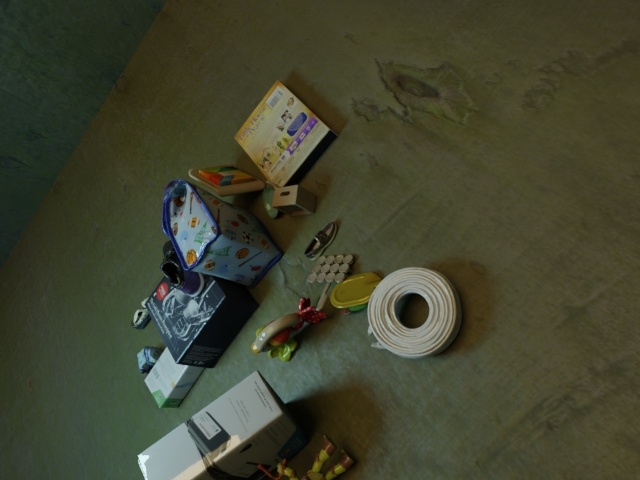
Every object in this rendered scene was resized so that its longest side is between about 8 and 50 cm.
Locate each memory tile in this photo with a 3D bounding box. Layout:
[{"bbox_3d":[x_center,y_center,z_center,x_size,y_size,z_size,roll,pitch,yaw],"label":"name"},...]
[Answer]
[{"bbox_3d":[0.034,0.093,1.641,0.147,0.012,0.113,-4,46,38],"label":"memory tile"}]

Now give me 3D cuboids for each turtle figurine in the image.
[{"bbox_3d":[-0.024,0.658,1.395,0.269,0.087,0.217,40,83,4],"label":"turtle figurine"}]

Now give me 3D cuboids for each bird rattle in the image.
[{"bbox_3d":[-0.109,0.291,1.594,0.253,0.206,0.143,-41,71,30],"label":"bird rattle"}]

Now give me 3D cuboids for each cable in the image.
[{"bbox_3d":[0.257,0.195,1.385,0.256,0.089,0.257,10,79,28],"label":"cable"}]

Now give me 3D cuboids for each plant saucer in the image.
[{"bbox_3d":[-0.179,-0.145,1.884,0.119,0.021,0.120,32,129,50],"label":"plant saucer"}]

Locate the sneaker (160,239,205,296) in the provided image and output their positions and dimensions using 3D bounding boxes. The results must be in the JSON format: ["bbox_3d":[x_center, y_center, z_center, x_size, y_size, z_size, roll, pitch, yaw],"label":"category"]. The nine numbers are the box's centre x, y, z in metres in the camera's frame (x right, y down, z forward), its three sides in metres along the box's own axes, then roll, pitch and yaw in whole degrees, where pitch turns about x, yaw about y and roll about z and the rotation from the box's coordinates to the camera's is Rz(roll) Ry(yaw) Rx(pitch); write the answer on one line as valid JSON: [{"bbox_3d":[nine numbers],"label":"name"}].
[{"bbox_3d":[-0.519,0.076,1.794,0.107,0.124,0.283,-51,50,8],"label":"sneaker"}]

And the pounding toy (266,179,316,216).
[{"bbox_3d":[-0.109,-0.156,1.793,0.141,0.130,0.100,-4,71,37],"label":"pounding toy"}]

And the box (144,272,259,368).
[{"bbox_3d":[-0.454,0.241,1.880,0.313,0.178,0.343,-53,51,8],"label":"box"}]

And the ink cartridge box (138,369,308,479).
[{"bbox_3d":[-0.265,0.599,1.439,0.394,0.286,0.166,-34,52,-10],"label":"ink cartridge box"}]

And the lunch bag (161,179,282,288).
[{"bbox_3d":[-0.382,-0.039,1.835,0.239,0.327,0.386,-46,54,15],"label":"lunch bag"}]

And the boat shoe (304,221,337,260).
[{"bbox_3d":[0.000,0.000,1.704,0.056,0.049,0.152,36,96,40],"label":"boat shoe"}]

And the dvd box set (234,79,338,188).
[{"bbox_3d":[-0.149,-0.407,1.963,0.308,0.062,0.420,-50,51,12],"label":"dvd box set"}]

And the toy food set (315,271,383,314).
[{"bbox_3d":[0.105,0.175,1.554,0.217,0.071,0.128,-15,37,29],"label":"toy food set"}]

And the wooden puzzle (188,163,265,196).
[{"bbox_3d":[-0.369,-0.249,1.979,0.238,0.220,0.044,34,126,38],"label":"wooden puzzle"}]

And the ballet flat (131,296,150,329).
[{"bbox_3d":[-0.748,0.299,2.156,0.203,0.074,0.074,-53,50,9],"label":"ballet flat"}]

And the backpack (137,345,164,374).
[{"bbox_3d":[-0.673,0.477,2.011,0.084,0.105,0.114,-46,44,5],"label":"backpack"}]

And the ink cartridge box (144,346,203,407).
[{"bbox_3d":[-0.556,0.506,1.916,0.154,0.093,0.213,40,101,39],"label":"ink cartridge box"}]
